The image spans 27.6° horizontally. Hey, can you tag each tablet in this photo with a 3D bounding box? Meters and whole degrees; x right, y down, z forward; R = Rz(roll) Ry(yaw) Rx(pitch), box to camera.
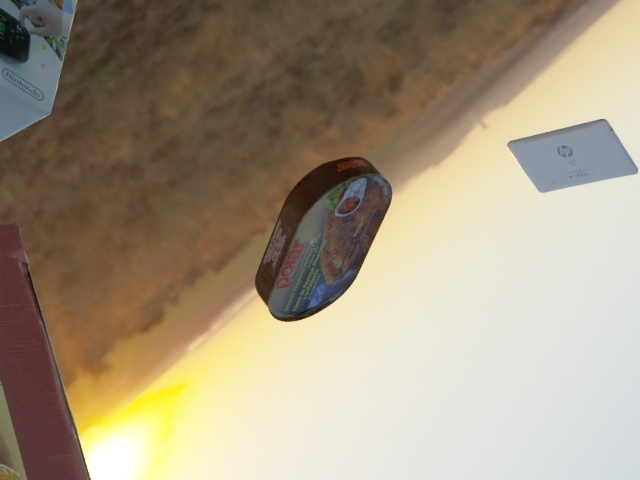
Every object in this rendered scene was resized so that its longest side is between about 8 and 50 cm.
[{"bbox_3d":[0.181,-0.060,0.939,0.083,0.054,0.006,-12,-141,40],"label":"tablet"}]

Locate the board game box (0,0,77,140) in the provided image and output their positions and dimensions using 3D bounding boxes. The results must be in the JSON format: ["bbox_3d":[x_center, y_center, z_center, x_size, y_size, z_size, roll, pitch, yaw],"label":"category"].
[{"bbox_3d":[-0.286,-0.251,0.970,0.098,0.224,0.303,-21,-131,34],"label":"board game box"}]

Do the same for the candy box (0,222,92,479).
[{"bbox_3d":[-0.199,0.150,0.629,0.088,0.182,0.316,-7,153,-31],"label":"candy box"}]

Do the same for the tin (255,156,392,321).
[{"bbox_3d":[0.000,0.000,1.219,0.106,0.040,0.189,-16,143,-39],"label":"tin"}]
